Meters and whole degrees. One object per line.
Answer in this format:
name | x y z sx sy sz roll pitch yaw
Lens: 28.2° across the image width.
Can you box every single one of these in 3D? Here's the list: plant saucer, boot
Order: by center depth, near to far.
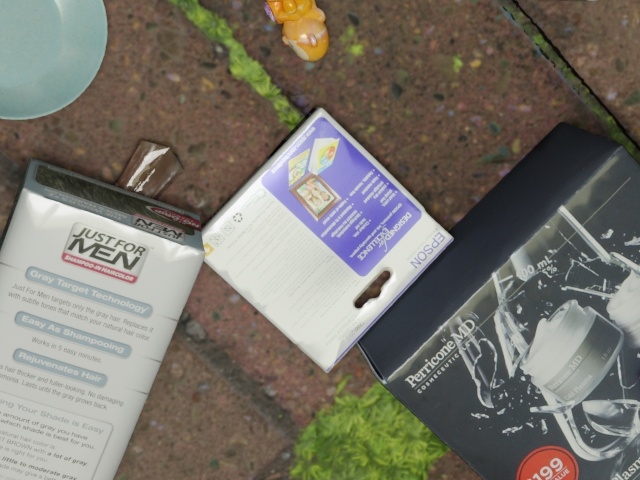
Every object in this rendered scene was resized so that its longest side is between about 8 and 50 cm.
plant saucer | -0.307 -0.212 1.247 0.195 0.037 0.195 3 84 -27
boot | -0.211 -0.067 1.321 0.106 0.037 0.114 35 98 -27

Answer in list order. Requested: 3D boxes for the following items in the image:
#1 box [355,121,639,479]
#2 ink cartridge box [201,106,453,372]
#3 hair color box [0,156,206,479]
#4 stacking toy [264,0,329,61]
box | 0.267 0.107 1.378 0.343 0.179 0.312 -46 106 2
ink cartridge box | 0.000 0.000 1.368 0.208 0.045 0.206 44 92 -12
hair color box | -0.271 0.126 1.296 0.185 0.113 0.374 19 107 -15
stacking toy | -0.062 -0.306 1.249 0.165 0.175 0.302 -28 121 -8
